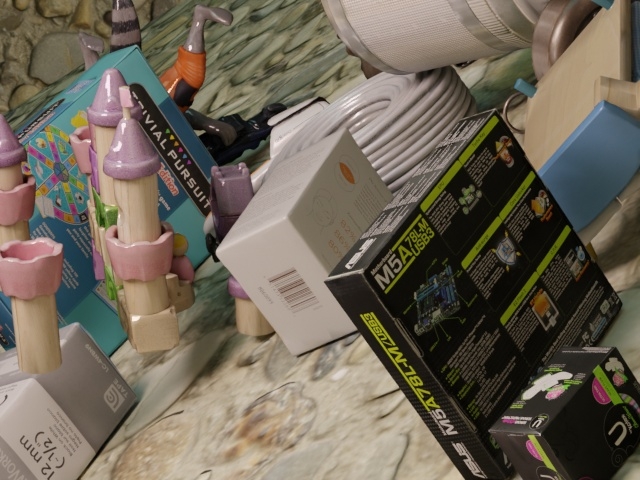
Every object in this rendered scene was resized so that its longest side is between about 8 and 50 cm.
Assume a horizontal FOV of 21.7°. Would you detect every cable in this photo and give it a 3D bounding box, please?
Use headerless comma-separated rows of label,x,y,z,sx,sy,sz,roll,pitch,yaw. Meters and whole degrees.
cable,0.048,-0.097,1.796,0.257,0.089,0.257,-16,26,49

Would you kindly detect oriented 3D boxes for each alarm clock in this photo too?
alarm clock,0.246,-0.161,1.512,0.192,0.129,0.064,-38,18,0

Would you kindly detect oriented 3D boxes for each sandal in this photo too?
sandal,-0.046,-0.108,1.968,0.265,0.076,0.102,-38,-20,-3

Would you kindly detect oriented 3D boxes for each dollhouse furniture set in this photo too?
dollhouse furniture set,0.293,-0.129,1.313,0.303,0.198,0.286,-51,17,35

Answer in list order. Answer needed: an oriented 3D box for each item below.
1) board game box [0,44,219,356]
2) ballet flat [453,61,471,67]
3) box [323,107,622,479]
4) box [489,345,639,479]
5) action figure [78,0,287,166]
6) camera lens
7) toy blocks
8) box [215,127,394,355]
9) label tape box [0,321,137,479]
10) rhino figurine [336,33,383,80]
board game box,-0.269,-0.025,1.930,0.079,0.254,0.336,-7,32,51
ballet flat,0.222,-0.247,1.958,0.173,0.057,0.049,-19,64,46
box,0.111,0.037,1.147,0.045,0.184,0.191,-18,25,49
box,0.160,0.115,1.050,0.083,0.062,0.052,-44,20,-26
action figure,-0.201,-0.171,2.198,0.341,0.178,0.330,-29,-34,-37
camera lens,0.146,-0.290,1.658,0.274,0.219,0.219,-8,31,41
toy blocks,-0.184,-0.055,1.660,0.308,0.260,0.288,-8,21,-14
box,0.000,0.000,1.558,0.091,0.130,0.170,-26,19,33
label tape box,-0.370,0.250,1.640,0.249,0.115,0.348,-21,20,39
rhino figurine,0.140,-0.274,2.065,0.243,0.106,0.073,-31,0,20
